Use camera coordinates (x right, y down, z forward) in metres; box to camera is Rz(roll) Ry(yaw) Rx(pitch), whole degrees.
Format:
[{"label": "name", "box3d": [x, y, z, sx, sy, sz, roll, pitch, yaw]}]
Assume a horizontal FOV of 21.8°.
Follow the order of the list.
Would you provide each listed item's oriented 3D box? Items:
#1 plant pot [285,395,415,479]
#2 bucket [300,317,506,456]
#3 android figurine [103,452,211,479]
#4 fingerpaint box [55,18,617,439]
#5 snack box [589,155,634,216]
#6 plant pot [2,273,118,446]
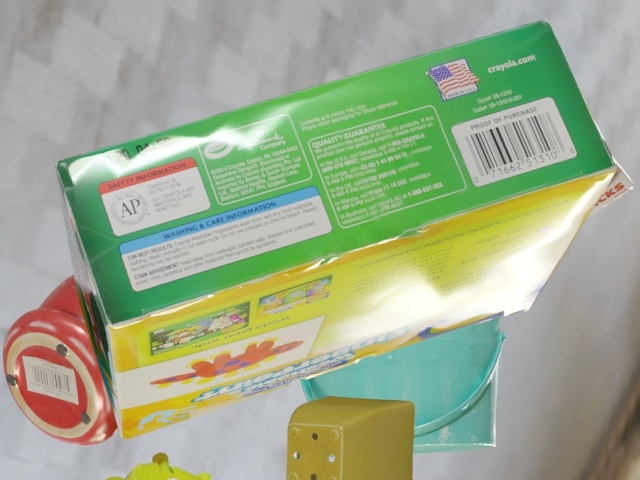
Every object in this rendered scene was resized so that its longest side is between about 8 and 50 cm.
[{"label": "plant pot", "box3d": [0.015, 0.161, 1.247, 0.083, 0.081, 0.081, 4, 86, -59]}, {"label": "bucket", "box3d": [0.107, 0.188, 2.193, 0.281, 0.281, 0.183, 21, 63, -66]}, {"label": "android figurine", "box3d": [-0.145, 0.341, 1.865, 0.056, 0.248, 0.273, -52, -155, 20]}, {"label": "fingerpaint box", "box3d": [0.000, 0.000, 1.525, 0.371, 0.445, 0.163, 101, -30, -69]}, {"label": "snack box", "box3d": [0.254, -0.034, 1.831, 0.064, 0.178, 0.022, 43, 21, -37]}, {"label": "plant pot", "box3d": [-0.253, 0.133, 1.903, 0.174, 0.191, 0.191, -37, 134, -49]}]
